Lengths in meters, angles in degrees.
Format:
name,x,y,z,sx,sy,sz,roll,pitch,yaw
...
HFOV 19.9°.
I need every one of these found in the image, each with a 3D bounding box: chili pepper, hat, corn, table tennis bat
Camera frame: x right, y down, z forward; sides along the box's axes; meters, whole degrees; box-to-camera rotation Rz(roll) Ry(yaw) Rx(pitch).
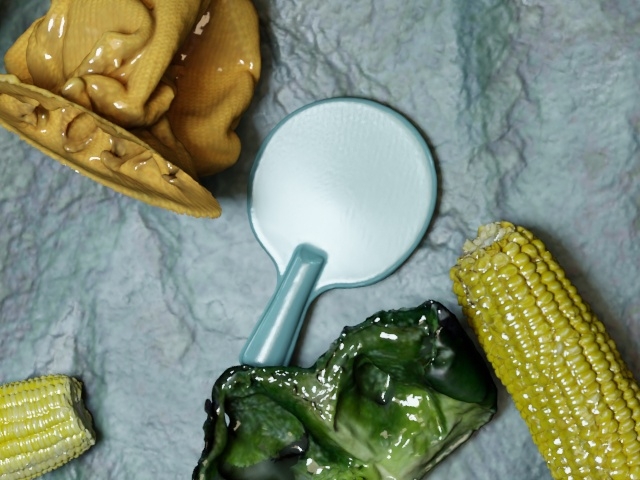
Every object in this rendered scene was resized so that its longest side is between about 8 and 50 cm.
name,x,y,z,sx,sy,sz,roll,pitch,yaw
chili pepper,0.008,0.148,1.412,0.264,0.116,0.148,-40,130,2
hat,-0.128,-0.169,1.383,0.233,0.244,0.233,23,78,22
corn,-0.267,0.160,1.475,0.165,0.063,0.085,-20,64,6
corn,0.195,0.116,1.385,0.106,0.106,0.293,-30,88,8
table tennis bat,0.000,0.000,1.446,0.149,0.038,0.237,24,90,6
